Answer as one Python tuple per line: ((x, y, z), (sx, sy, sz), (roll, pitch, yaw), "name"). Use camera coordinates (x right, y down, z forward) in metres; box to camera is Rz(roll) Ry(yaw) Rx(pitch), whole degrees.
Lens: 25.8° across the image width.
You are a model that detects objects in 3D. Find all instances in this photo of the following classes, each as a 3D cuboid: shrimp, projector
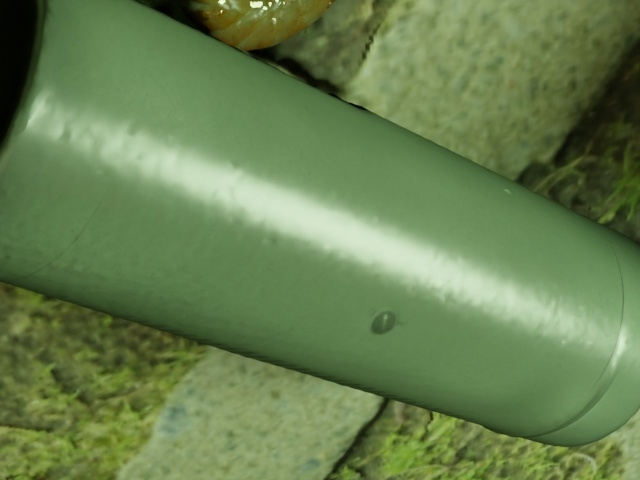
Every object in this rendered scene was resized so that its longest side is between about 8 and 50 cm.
((-0.023, -0.112, 0.477), (0.083, 0.023, 0.114), (-38, 143, 7), "shrimp")
((0.000, 0.000, 0.538), (0.337, 0.108, 0.108), (21, 119, -40), "projector")
